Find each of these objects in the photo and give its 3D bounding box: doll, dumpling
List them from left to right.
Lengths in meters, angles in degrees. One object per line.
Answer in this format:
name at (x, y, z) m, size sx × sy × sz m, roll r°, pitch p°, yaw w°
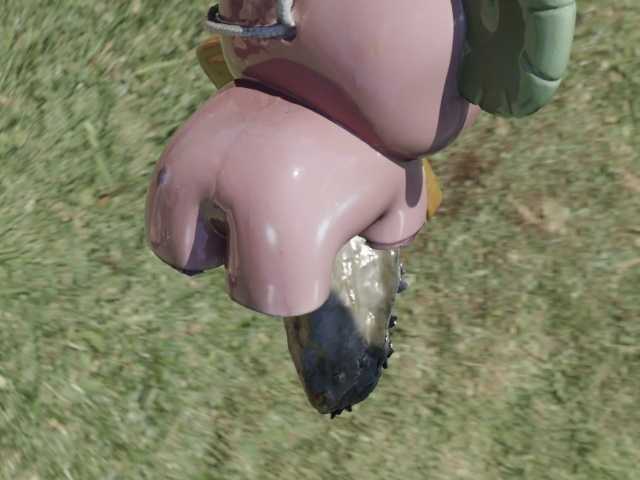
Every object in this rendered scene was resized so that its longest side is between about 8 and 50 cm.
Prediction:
dumpling at (-0.004, 0.001, 1.593) m, size 0.166 × 0.086 × 0.332 m, roll -31°, pitch 73°, yaw 26°
doll at (0.008, -0.121, 0.926) m, size 0.216 × 0.284 × 0.268 m, roll -37°, pitch 143°, yaw -43°

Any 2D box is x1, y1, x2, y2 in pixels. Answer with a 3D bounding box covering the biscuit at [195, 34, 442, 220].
biscuit at (-0.003, -0.088, 1.158) m, size 0.221 × 0.142 × 0.029 m, roll 38°, pitch 65°, yaw 11°
